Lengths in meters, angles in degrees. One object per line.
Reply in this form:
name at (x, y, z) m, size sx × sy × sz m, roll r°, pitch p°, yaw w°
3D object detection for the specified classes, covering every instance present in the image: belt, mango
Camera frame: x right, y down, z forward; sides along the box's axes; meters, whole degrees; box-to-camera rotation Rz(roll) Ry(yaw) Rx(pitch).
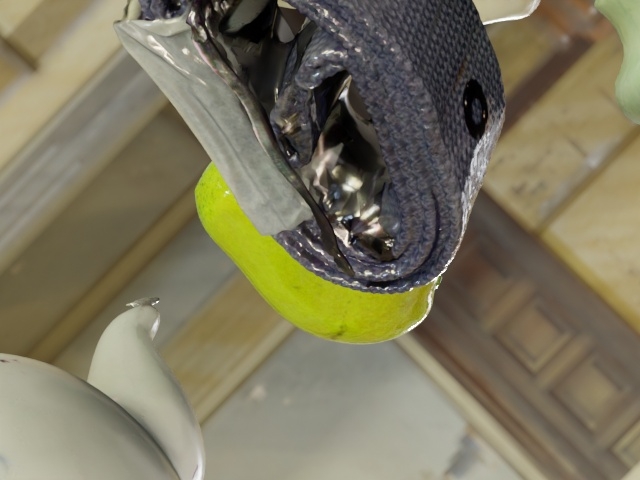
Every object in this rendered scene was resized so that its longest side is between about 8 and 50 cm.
belt at (-0.002, -0.077, 0.894) m, size 0.230 × 0.139 × 0.126 m, roll 56°, pitch -143°, yaw -33°
mango at (0.006, -0.002, 1.111) m, size 0.163 × 0.117 × 0.089 m, roll 43°, pitch -140°, yaw -32°

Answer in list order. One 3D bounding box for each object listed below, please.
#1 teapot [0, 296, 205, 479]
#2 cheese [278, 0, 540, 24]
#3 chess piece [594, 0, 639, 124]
teapot at (-0.200, 0.166, 0.898) m, size 0.280 × 0.424 × 0.252 m, roll 30°, pitch 140°, yaw 32°
cheese at (0.027, -0.273, 1.303) m, size 0.251 × 0.173 × 0.248 m, roll 11°, pitch 111°, yaw 58°
chess piece at (0.142, -0.204, 0.945) m, size 0.299 × 0.194 × 0.194 m, roll 40°, pitch -177°, yaw -1°
